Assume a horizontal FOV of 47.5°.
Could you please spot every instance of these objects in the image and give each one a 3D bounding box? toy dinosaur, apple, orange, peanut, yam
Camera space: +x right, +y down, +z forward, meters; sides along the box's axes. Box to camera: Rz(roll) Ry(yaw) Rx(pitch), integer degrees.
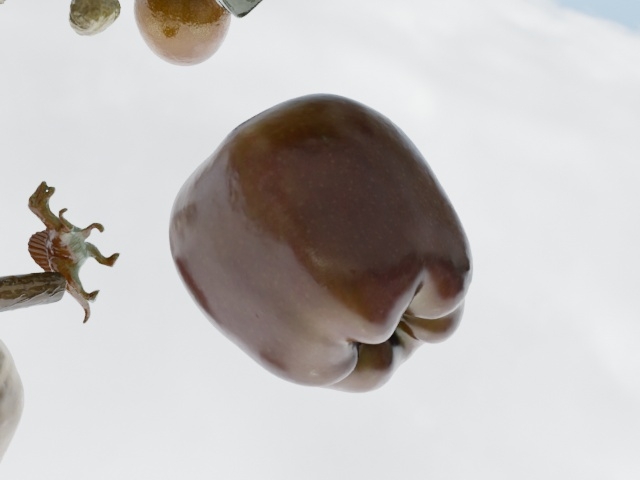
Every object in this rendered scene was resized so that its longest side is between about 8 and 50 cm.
[{"bbox_3d":[-0.377,0.031,1.058,0.142,0.212,0.057,27,-154,-7],"label":"toy dinosaur"},{"bbox_3d":[0.000,0.000,0.776,0.288,0.288,0.317,-10,-131,-41],"label":"apple"},{"bbox_3d":[-0.277,-0.453,1.466,0.206,0.206,0.206,16,-148,-11],"label":"orange"},{"bbox_3d":[-0.381,-0.420,1.262,0.080,0.080,0.174,17,-122,-9],"label":"peanut"},{"bbox_3d":[-0.448,0.076,0.944,0.241,0.056,0.057,-7,-138,-48],"label":"yam"}]

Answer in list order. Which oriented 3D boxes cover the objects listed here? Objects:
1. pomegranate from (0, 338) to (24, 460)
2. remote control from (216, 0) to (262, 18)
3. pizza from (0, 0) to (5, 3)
[{"bbox_3d":[-0.657,0.262,1.137,0.410,0.410,0.410,16,-148,-11],"label":"pomegranate"},{"bbox_3d":[0.003,-0.323,0.661,0.038,0.285,0.123,44,-170,-40],"label":"remote control"},{"bbox_3d":[-0.632,-0.370,1.141,0.189,0.297,0.071,50,169,-24],"label":"pizza"}]
